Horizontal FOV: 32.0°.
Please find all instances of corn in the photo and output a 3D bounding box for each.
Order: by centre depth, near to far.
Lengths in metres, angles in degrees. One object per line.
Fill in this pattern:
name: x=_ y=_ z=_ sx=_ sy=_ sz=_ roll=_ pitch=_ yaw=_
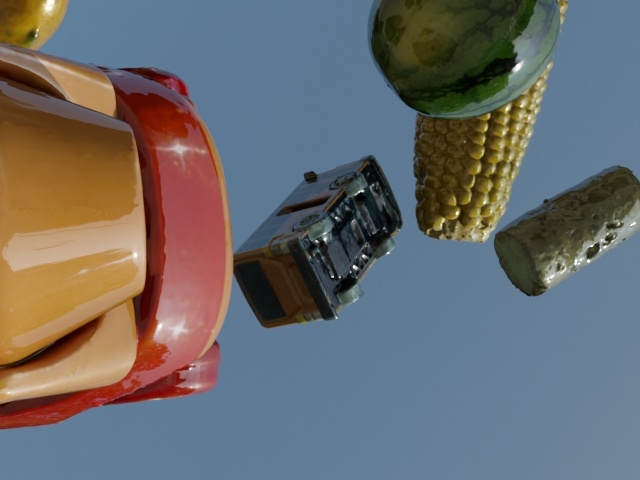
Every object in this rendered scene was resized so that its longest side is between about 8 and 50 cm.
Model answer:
corn: x=0.161 y=-0.167 z=1.097 sx=0.130 sy=0.130 sz=0.347 roll=18 pitch=-79 yaw=35

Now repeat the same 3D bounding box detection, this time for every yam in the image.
yam: x=0.335 y=-0.016 z=1.476 sx=0.194 sy=0.107 sz=0.107 roll=-30 pitch=-122 yaw=-12

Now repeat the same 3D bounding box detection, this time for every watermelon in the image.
watermelon: x=0.127 y=-0.174 z=0.854 sx=0.187 sy=0.141 sz=0.140 roll=-33 pitch=-119 yaw=12

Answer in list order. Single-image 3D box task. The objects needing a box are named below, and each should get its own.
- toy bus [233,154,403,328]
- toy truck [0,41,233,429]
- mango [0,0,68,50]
toy bus: x=0.000 y=0.000 z=1.052 sx=0.103 sy=0.182 sz=0.091 roll=-14 pitch=-68 yaw=33
toy truck: x=-0.172 y=0.000 z=0.531 sx=0.265 sy=0.239 sz=0.189 roll=-8 pitch=-95 yaw=22
mango: x=-0.262 y=-0.172 z=0.829 sx=0.227 sy=0.109 sz=0.147 roll=3 pitch=-96 yaw=43
